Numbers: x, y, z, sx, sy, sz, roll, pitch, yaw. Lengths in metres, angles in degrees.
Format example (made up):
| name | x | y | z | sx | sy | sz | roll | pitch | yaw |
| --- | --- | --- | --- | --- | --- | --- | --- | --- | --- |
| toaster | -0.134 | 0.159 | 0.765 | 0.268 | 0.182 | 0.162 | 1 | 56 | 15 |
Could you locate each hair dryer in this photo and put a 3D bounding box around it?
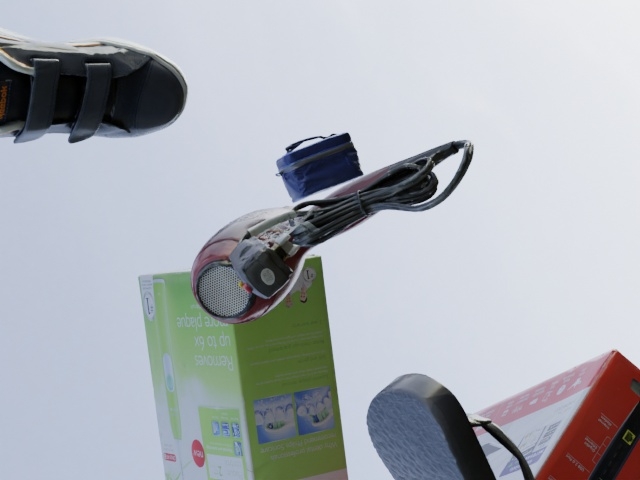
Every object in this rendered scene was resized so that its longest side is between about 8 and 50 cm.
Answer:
| name | x | y | z | sx | sy | sz | roll | pitch | yaw |
| --- | --- | --- | --- | --- | --- | --- | --- | --- | --- |
| hair dryer | 0.000 | 0.000 | 1.236 | 0.223 | 0.293 | 0.080 | -25 | -81 | -18 |

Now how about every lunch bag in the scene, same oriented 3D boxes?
| name | x | y | z | sx | sy | sz | roll | pitch | yaw |
| --- | --- | --- | --- | --- | --- | --- | --- | --- | --- |
| lunch bag | -0.006 | -0.088 | 1.766 | 0.098 | 0.067 | 0.065 | -21 | -90 | -17 |

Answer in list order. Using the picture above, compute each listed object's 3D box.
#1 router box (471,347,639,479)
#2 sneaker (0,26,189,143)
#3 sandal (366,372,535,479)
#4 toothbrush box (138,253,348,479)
| name | x | y | z | sx | sy | sz | roll | pitch | yaw |
| --- | --- | --- | --- | --- | --- | --- | --- | --- | --- |
| router box | 0.127 | 0.265 | 1.299 | 0.082 | 0.335 | 0.301 | 41 | -119 | -5 |
| sneaker | -0.311 | -0.169 | 1.720 | 0.127 | 0.321 | 0.126 | -96 | 17 | -62 |
| sandal | 0.099 | 0.161 | 0.933 | 0.054 | 0.097 | 0.254 | -44 | -48 | -18 |
| toothbrush box | -0.082 | 0.164 | 1.607 | 0.122 | 0.206 | 0.283 | -9 | -87 | -32 |
